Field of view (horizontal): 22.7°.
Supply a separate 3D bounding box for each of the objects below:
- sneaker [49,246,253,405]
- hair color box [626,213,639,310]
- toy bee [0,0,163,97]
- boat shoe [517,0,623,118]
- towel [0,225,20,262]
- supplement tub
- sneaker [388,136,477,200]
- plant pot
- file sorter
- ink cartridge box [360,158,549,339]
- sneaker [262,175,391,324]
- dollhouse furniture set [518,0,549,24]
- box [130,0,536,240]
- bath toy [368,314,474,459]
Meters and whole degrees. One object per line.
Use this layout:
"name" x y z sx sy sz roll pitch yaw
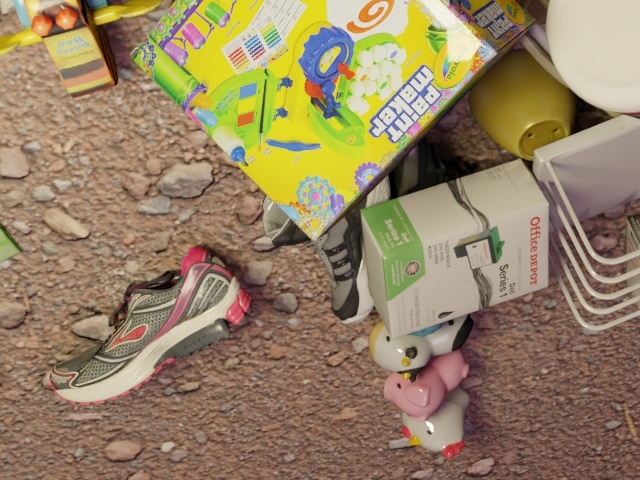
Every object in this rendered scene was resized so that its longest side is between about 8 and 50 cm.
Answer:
"sneaker" -0.233 0.112 2.083 0.299 0.121 0.112 -31 106 16
"hair color box" 0.459 0.033 2.235 0.043 0.072 0.141 -15 138 -2
"toy bee" -0.282 -0.239 1.654 0.195 0.162 0.298 -30 136 16
"boat shoe" 0.329 -0.234 1.898 0.103 0.113 0.302 -42 142 23
"towel" -0.461 0.010 1.960 0.152 0.023 0.113 -25 139 5
"supplement tub" 0.379 -0.219 1.709 0.191 0.191 0.272 -42 155 25
"sneaker" 0.151 -0.084 2.008 0.130 0.087 0.227 -17 140 -3
"plant pot" 0.260 -0.154 1.960 0.134 0.095 0.134 -9 136 -9
"file sorter" 0.386 -0.025 2.001 0.193 0.173 0.277 -22 159 -3
"ink cartridge box" 0.170 0.010 1.974 0.219 0.092 0.160 -18 137 -9
"sneaker" 0.000 0.000 2.039 0.153 0.101 0.268 -4 130 -13
"dollhouse furniture set" 0.322 -0.412 1.717 0.355 0.174 0.303 -19 155 -29
"box" 0.014 -0.210 1.666 0.279 0.177 0.290 46 118 2
"bath toy" 0.151 0.188 2.257 0.151 0.129 0.348 -14 138 -4
